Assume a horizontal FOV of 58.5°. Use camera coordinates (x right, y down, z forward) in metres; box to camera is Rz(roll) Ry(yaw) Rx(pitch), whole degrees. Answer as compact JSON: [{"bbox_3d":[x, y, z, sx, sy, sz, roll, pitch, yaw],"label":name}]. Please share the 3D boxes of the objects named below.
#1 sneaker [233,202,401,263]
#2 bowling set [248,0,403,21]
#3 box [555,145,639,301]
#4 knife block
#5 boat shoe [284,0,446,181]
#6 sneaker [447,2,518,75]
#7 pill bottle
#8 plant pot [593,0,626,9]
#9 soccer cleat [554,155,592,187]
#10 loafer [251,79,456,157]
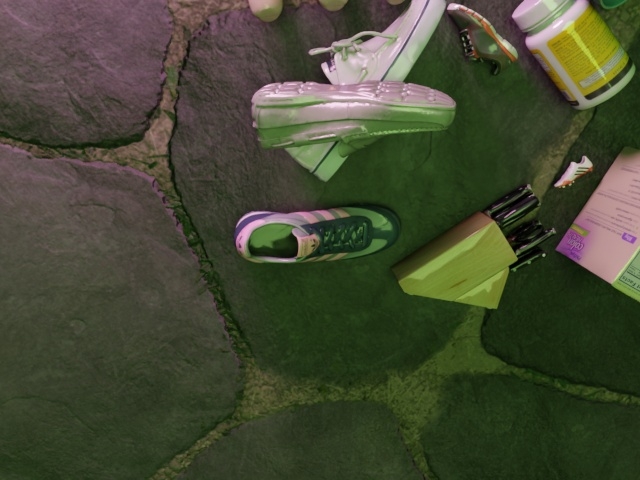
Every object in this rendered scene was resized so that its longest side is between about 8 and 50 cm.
[{"bbox_3d":[0.000,0.000,1.051,0.318,0.131,0.112,-6,106,-3],"label":"sneaker"},{"bbox_3d":[0.013,-0.469,0.880,0.286,0.200,0.154,-9,78,-7],"label":"bowling set"},{"bbox_3d":[0.587,-0.029,1.043,0.117,0.213,0.243,28,101,-11],"label":"box"},{"bbox_3d":[0.296,-0.002,1.096,0.275,0.088,0.242,10,104,-7],"label":"knife block"},{"bbox_3d":[0.051,-0.289,0.985,0.156,0.136,0.367,34,110,-9],"label":"boat shoe"},{"bbox_3d":[0.277,-0.352,1.012,0.158,0.061,0.065,36,106,-12],"label":"sneaker"},{"bbox_3d":[0.436,-0.342,0.994,0.119,0.119,0.208,-42,105,8],"label":"pill bottle"},{"bbox_3d":[0.454,-0.543,0.883,0.195,0.290,0.290,45,100,24],"label":"plant pot"},{"bbox_3d":[0.486,-0.132,1.105,0.083,0.029,0.036,-31,97,1],"label":"soccer cleat"},{"bbox_3d":[0.049,-0.189,0.903,0.319,0.112,0.112,4,120,13],"label":"loafer"}]
